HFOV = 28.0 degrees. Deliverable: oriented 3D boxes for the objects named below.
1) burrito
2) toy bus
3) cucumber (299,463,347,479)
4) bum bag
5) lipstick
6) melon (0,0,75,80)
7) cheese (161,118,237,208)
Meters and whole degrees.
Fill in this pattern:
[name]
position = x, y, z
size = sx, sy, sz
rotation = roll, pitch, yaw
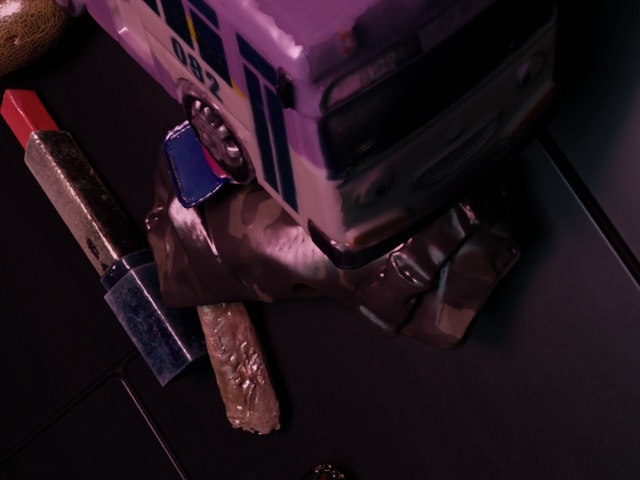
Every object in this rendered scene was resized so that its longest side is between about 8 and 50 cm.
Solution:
[burrito]
position = -0.076, 0.090, 1.134
size = 0.051, 0.042, 0.171
rotation = -15, 101, 5
[toy bus]
position = -0.051, -0.217, 0.850
size = 0.440, 0.209, 0.249
rotation = 46, 162, 25
[cucumber]
position = -0.024, 0.266, 1.148
size = 0.053, 0.053, 0.181
rotation = 39, 118, 18
[bum bag]
position = 0.000, 0.000, 1.033
size = 0.340, 0.095, 0.144
rotation = 6, 96, 26
[lipstick]
position = -0.202, -0.011, 1.187
size = 0.051, 0.051, 0.312
rotation = -43, 77, 35
[melon]
position = -0.287, -0.197, 1.157
size = 0.162, 0.099, 0.099
rotation = -20, 92, 33
[cheese]
position = -0.020, -0.109, 0.999
size = 0.244, 0.062, 0.155
rotation = -28, 62, 17
